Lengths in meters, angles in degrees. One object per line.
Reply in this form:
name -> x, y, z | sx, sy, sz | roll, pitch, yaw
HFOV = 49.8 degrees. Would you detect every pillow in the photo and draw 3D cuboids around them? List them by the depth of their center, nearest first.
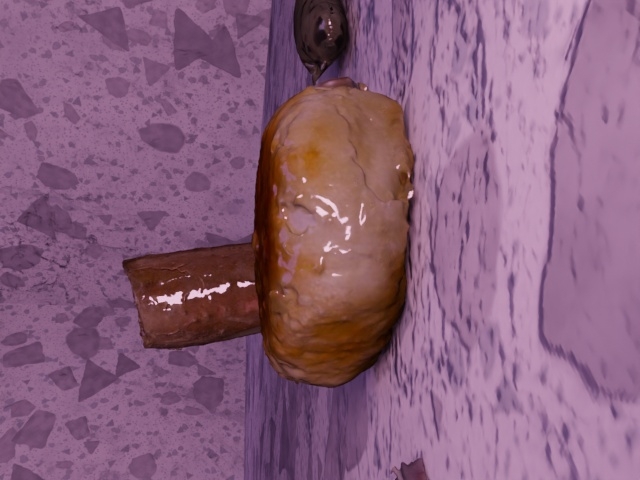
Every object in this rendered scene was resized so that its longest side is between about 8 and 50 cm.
pillow -> -0.004, -0.229, 0.741 | 0.241, 0.051, 0.093 | -101, 21, -57

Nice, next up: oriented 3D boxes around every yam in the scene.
yam -> -0.122, 0.064, 0.862 | 0.128, 0.238, 0.129 | -106, 12, -49

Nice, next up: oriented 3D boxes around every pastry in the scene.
pastry -> 0.000, 0.000, 0.466 | 0.192, 0.093, 0.182 | 109, 160, -59

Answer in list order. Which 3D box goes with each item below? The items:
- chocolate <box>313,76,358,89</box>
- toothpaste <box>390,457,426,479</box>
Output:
chocolate -> -0.021, -0.041, 0.684 | 0.254, 0.080, 0.157 | 115, 157, -70
toothpaste -> 0.017, 0.254, 0.399 | 0.099, 0.068, 0.282 | 47, 132, 36
